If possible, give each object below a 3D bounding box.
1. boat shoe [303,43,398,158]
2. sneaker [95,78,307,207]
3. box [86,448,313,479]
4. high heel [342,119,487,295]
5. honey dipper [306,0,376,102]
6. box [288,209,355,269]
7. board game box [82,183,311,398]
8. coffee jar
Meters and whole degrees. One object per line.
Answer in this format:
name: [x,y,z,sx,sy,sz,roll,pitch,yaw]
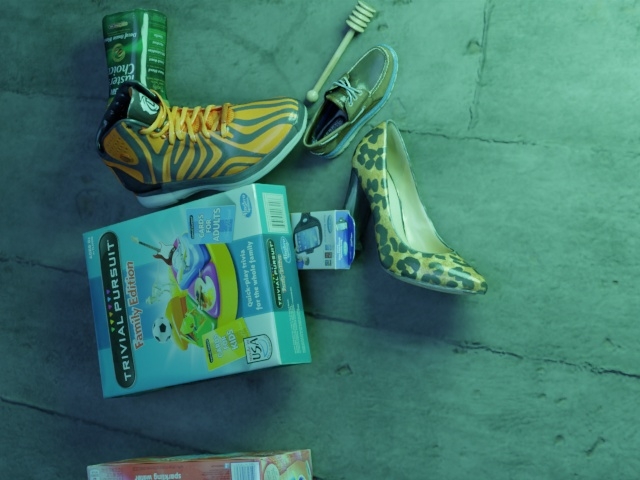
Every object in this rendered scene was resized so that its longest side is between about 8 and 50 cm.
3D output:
boat shoe: [0.041,-0.192,1.870,0.066,0.066,0.183,38,105,24]
sneaker: [-0.187,-0.156,1.915,0.321,0.180,0.125,-21,43,26]
box: [-0.167,0.380,1.909,0.300,0.142,0.154,-8,83,29]
high heel: [0.133,-0.043,1.791,0.261,0.093,0.186,26,106,37]
honey dipper: [0.024,-0.264,1.907,0.030,0.030,0.161,42,110,24]
box: [0.000,0.000,1.871,0.136,0.028,0.081,-3,88,57]
board game box: [-0.186,0.079,1.954,0.336,0.079,0.254,-14,80,34]
coffee jar: [-0.278,-0.251,2.043,0.096,0.079,0.184,-6,85,29]
